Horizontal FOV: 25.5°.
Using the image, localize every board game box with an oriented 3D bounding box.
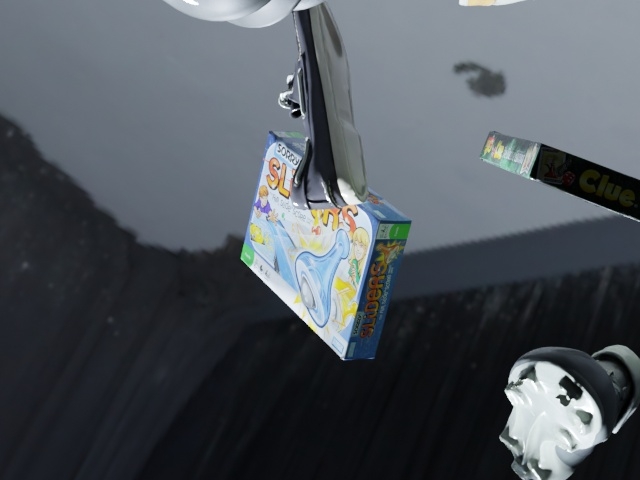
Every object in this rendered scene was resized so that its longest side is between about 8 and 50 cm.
[{"bbox_3d":[0.000,0.000,1.277,0.201,0.035,0.136,40,124,50],"label":"board game box"},{"bbox_3d":[0.196,-0.041,1.023,0.136,0.030,0.260,18,-174,-3],"label":"board game box"}]

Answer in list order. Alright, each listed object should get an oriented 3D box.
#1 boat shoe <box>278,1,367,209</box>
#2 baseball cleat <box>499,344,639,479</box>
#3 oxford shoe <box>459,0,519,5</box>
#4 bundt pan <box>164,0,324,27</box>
[{"bbox_3d":[-0.010,-0.122,1.197,0.065,0.206,0.075,-15,162,18],"label":"boat shoe"},{"bbox_3d":[0.169,0.094,0.915,0.072,0.109,0.206,47,164,14],"label":"baseball cleat"},{"bbox_3d":[0.134,-0.476,1.726,0.169,0.130,0.449,81,163,-78],"label":"oxford shoe"},{"bbox_3d":[-0.010,-0.275,0.928,0.124,0.331,0.331,44,154,20],"label":"bundt pan"}]
